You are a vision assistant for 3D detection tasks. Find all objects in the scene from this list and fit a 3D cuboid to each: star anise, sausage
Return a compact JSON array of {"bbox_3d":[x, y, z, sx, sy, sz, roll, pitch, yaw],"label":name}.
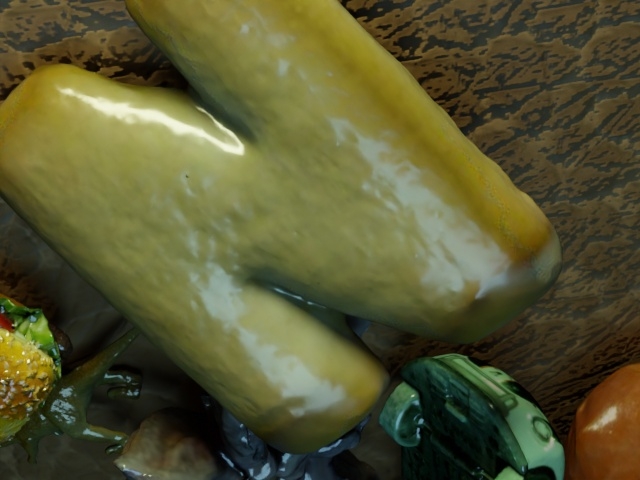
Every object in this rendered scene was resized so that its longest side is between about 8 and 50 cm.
[{"bbox_3d":[-0.047,0.160,0.822,0.229,0.093,0.236,-46,137,17],"label":"star anise"},{"bbox_3d":[0.271,0.206,0.890,0.153,0.141,0.268,-13,136,-15],"label":"sausage"}]

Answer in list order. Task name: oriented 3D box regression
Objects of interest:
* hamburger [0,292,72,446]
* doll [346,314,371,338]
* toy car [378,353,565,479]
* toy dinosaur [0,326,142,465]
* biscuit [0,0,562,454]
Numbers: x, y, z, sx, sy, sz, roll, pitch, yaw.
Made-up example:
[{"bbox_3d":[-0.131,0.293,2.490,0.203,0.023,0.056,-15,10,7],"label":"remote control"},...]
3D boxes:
[{"bbox_3d":[-0.253,0.077,0.722,0.166,0.087,0.137,29,122,-31],"label":"hamburger"},{"bbox_3d":[0.000,0.000,0.708,0.102,0.075,0.227,-1,124,14],"label":"doll"},{"bbox_3d":[0.132,0.212,0.850,0.125,0.136,0.306,-21,126,-28],"label":"toy car"},{"bbox_3d":[-0.191,0.110,0.799,0.126,0.039,0.162,3,131,-11],"label":"toy dinosaur"},{"bbox_3d":[-0.034,-0.020,0.627,0.237,0.062,0.291,-37,103,25],"label":"biscuit"}]
